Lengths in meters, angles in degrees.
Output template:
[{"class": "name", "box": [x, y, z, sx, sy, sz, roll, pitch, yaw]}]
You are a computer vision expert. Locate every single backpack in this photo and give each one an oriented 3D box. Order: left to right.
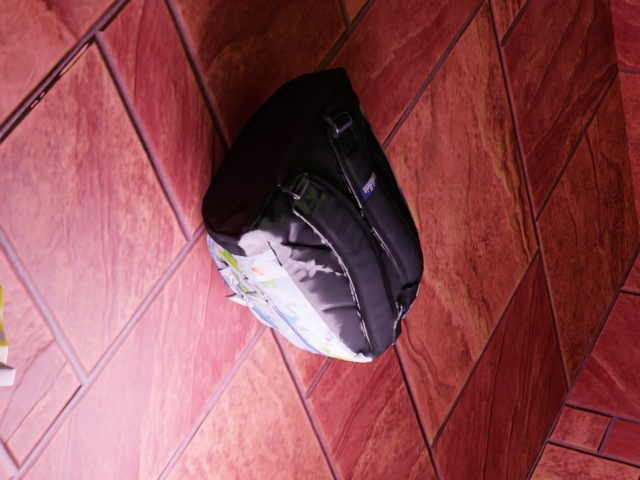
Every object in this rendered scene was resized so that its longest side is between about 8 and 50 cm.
[{"class": "backpack", "box": [0.000, 0.000, 1.773, 0.355, 0.273, 0.290, 46, 56, -30]}]

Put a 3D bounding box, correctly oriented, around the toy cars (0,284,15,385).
[{"class": "toy cars", "box": [-0.406, 0.196, 1.279, 0.394, 0.087, 0.176, -54, 142, -35]}]
